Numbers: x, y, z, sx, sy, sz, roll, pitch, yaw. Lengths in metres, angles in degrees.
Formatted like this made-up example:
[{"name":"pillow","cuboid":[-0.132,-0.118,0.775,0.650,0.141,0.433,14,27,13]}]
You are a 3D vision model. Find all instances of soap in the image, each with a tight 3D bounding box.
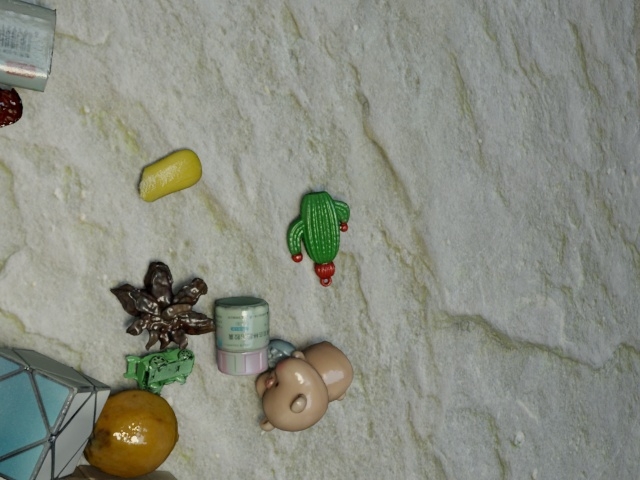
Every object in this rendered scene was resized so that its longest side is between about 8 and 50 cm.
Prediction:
[{"name":"soap","cuboid":[-0.349,-0.150,1.641,0.168,0.033,0.089,-25,105,-28]}]

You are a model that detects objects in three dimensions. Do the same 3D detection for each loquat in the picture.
[{"name":"loquat","cuboid":[-0.421,0.424,1.573,0.234,0.176,0.187,21,67,-35]}]

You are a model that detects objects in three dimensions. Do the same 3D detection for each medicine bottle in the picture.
[{"name":"medicine bottle","cuboid":[-0.188,0.229,1.719,0.135,0.135,0.169,-4,98,-32]}]

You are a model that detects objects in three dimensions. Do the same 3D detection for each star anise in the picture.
[{"name":"star anise","cuboid":[-0.342,0.148,1.625,0.220,0.099,0.214,-20,92,-30]}]

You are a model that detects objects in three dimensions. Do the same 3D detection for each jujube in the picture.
[{"name":"jujube","cuboid":[-0.669,-0.259,1.393,0.165,0.104,0.104,5,92,-34]}]

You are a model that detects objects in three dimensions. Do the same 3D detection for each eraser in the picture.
[{"name":"eraser","cuboid":[-0.648,-0.401,1.403,0.226,0.081,0.174,8,87,-32]}]

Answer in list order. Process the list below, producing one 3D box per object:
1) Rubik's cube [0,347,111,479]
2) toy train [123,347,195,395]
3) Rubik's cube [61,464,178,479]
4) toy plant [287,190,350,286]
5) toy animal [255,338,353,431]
[{"name":"Rubik's cube","cuboid":[-0.570,0.342,1.404,0.205,0.207,0.205,22,80,8]},{"name":"toy train","cuboid":[-0.366,0.292,1.645,0.149,0.081,0.099,-16,133,-40]},{"name":"Rubik's cube","cuboid":[-0.439,0.676,1.495,0.318,0.316,0.322,17,84,-31]},{"name":"toy plant","cuboid":[-0.011,-0.008,1.839,0.154,0.088,0.241,15,97,-20]},{"name":"toy animal","cuboid":[-0.038,0.365,1.791,0.221,0.210,0.230,11,52,-28]}]
